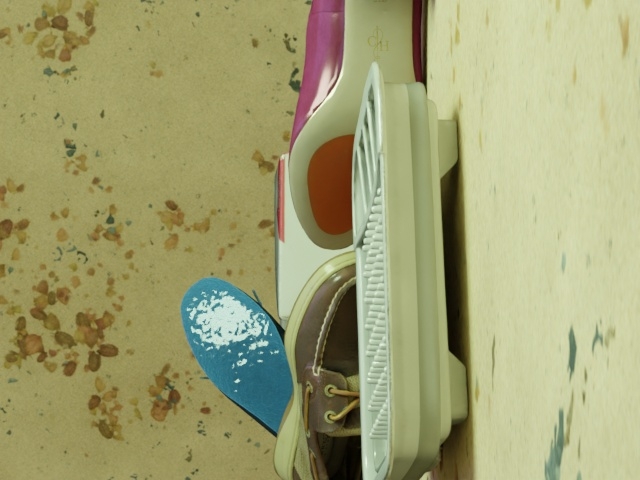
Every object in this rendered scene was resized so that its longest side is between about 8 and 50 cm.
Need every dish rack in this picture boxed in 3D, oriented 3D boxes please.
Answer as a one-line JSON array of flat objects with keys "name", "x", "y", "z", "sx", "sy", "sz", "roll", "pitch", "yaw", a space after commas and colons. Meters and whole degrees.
[{"name": "dish rack", "x": 0.071, "y": 0.044, "z": 1.320, "sx": 0.285, "sy": 0.072, "sz": 0.333, "roll": 102, "pitch": 168, "yaw": -74}]

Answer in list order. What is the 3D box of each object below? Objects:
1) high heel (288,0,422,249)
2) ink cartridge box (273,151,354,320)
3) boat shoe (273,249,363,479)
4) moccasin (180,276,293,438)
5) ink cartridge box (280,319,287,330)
[{"name": "high heel", "x": 0.039, "y": -0.182, "z": 1.528, "sx": 0.181, "sy": 0.127, "sz": 0.377, "roll": -100, "pitch": 22, "yaw": -57}, {"name": "ink cartridge box", "x": 0.000, "y": 0.000, "z": 2.207, "sx": 0.306, "sy": 0.131, "sz": 0.226, "roll": 130, "pitch": 139, "yaw": -88}, {"name": "boat shoe", "x": 0.031, "y": 0.171, "z": 1.765, "sx": 0.123, "sy": 0.123, "sz": 0.342, "roll": 45, "pitch": 134, "yaw": 41}, {"name": "moccasin", "x": -0.068, "y": 0.199, "z": 2.166, "sx": 0.342, "sy": 0.138, "sz": 0.117, "roll": 51, "pitch": -179, "yaw": 14}, {"name": "ink cartridge box", "x": -0.008, "y": 0.052, "z": 2.544, "sx": 0.197, "sy": 0.114, "sz": 0.273, "roll": -92, "pitch": 4, "yaw": -47}]
